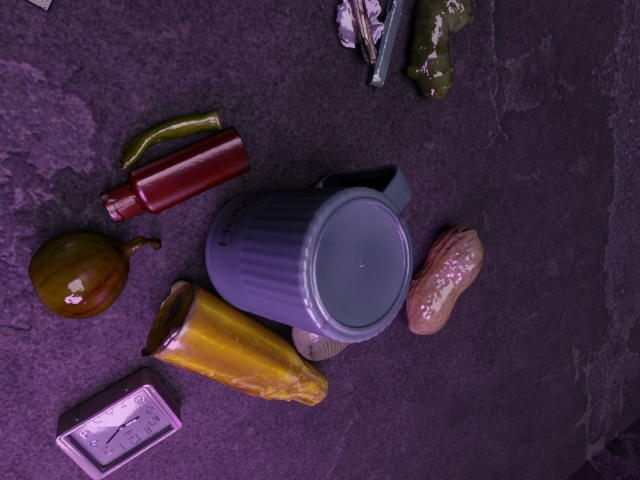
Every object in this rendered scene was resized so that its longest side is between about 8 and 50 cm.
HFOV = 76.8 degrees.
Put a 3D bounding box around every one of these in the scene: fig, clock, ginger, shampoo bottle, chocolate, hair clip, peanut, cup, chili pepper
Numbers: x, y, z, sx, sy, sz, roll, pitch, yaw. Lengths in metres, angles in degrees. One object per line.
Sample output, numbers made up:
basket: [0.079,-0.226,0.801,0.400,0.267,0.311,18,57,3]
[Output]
fig: [-0.384,0.051,0.692,0.186,0.142,0.148,-26,144,-3]
clock: [-0.410,0.377,0.835,0.197,0.063,0.150,-29,118,-15]
ginger: [0.265,-0.462,0.874,0.137,0.089,0.291,6,103,-36]
shampoo bottle: [-0.259,-0.116,0.735,0.260,0.064,0.102,-28,149,-15]
chocolate: [-0.150,0.259,0.870,0.445,0.162,0.162,40,87,-32]
hair clip: [0.066,-0.490,0.772,0.106,0.084,0.293,-26,121,-11]
peanut: [0.323,0.110,1.068,0.149,0.149,0.314,26,94,-31]
cup: [0.002,0.021,0.748,0.330,0.311,0.257,-22,106,-34]
chili pepper: [-0.270,-0.188,0.720,0.201,0.052,0.050,-28,117,-16]

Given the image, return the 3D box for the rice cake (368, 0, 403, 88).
rice cake: [0.134,-0.419,0.855,0.042,0.030,0.180,9,102,-21]

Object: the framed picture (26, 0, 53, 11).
framed picture: [-0.439,-0.541,0.540,0.255,0.014,0.339,25,95,-30]

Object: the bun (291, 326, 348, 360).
bun: [0.019,0.181,0.935,0.221,0.108,0.221,-33,147,-24]
